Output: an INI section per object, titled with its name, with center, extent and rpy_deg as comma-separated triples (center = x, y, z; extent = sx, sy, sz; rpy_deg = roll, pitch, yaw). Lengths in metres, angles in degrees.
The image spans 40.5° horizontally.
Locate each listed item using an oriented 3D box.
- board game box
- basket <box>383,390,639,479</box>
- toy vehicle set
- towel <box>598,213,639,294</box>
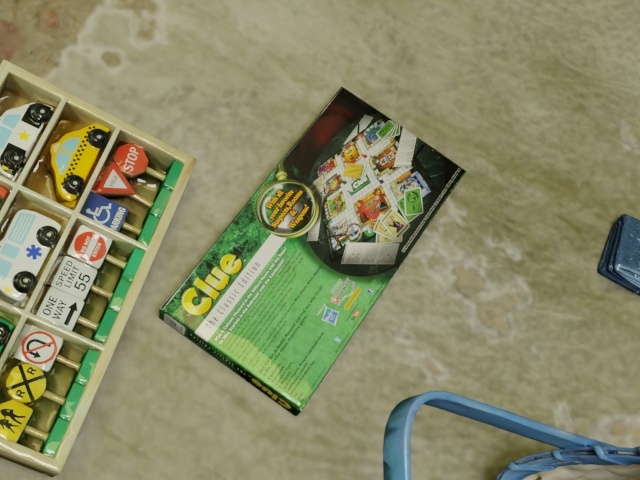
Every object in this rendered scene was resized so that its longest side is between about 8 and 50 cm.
[board game box]
center = 0.000, 0.000, 0.717
extent = 0.136, 0.030, 0.260
rpy_deg = 37, 66, 2
[basket]
center = 0.161, 0.239, 0.547
extent = 0.289, 0.201, 0.255
rpy_deg = 13, 66, -24
[toy vehicle set]
center = -0.213, 0.014, 0.632
extent = 0.166, 0.035, 0.267
rpy_deg = 26, 60, -15
[towel]
center = 0.311, 0.025, 0.768
extent = 0.119, 0.029, 0.067
rpy_deg = 24, 65, -1
